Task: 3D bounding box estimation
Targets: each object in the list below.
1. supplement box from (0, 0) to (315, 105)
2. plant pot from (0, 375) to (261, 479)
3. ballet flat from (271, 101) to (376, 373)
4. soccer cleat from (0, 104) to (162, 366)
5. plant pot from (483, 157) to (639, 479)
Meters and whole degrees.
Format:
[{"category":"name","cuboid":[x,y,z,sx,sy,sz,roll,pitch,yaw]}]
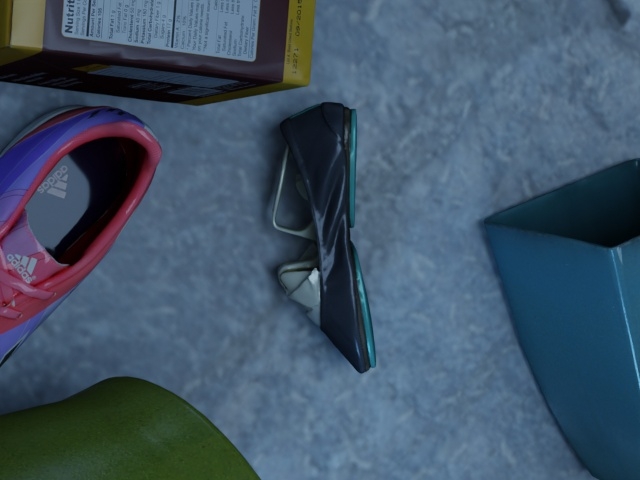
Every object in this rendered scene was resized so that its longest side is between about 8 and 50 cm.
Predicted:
[{"category":"supplement box","cuboid":[-0.129,-0.167,1.001,0.194,0.191,0.129,5,89,-27]},{"category":"plant pot","cuboid":[-0.202,0.260,0.914,0.353,0.366,0.367,-30,104,-35]},{"category":"ballet flat","cuboid":[0.000,0.000,1.142,0.074,0.074,0.203,-10,101,-26]},{"category":"soccer cleat","cuboid":[-0.224,0.034,0.999,0.108,0.116,0.318,46,72,-19]},{"category":"plant pot","cuboid":[0.263,0.076,1.217,0.165,0.165,0.234,-22,106,-24]}]
